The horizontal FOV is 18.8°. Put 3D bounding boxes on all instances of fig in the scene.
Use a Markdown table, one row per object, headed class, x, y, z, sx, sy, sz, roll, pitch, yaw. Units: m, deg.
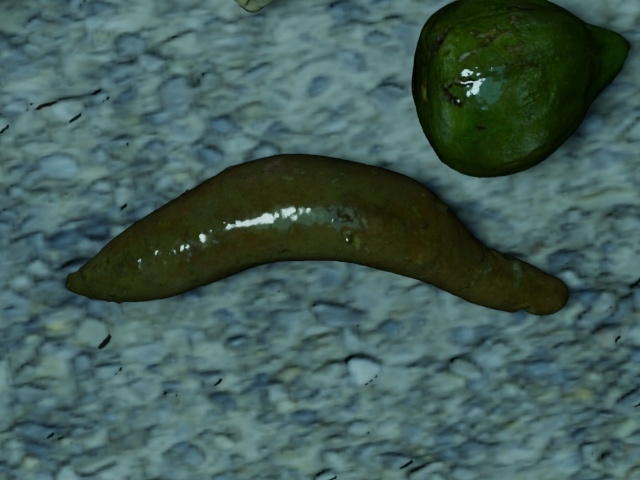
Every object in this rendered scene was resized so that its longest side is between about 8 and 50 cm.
| class | x | y | z | sx | sy | sz | roll | pitch | yaw |
| --- | --- | --- | --- | --- | --- | --- | --- | --- | --- |
| fig | 0.139 | -0.105 | 1.276 | 0.156 | 0.123 | 0.123 | -7 | 100 | -16 |

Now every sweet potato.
| class | x | y | z | sx | sy | sz | roll | pitch | yaw |
| --- | --- | --- | --- | --- | --- | --- | --- | --- | --- |
| sweet potato | 0.004 | -0.005 | 1.304 | 0.346 | 0.079 | 0.108 | 4 | 128 | -7 |

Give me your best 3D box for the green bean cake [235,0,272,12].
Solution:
| class | x | y | z | sx | sy | sz | roll | pitch | yaw |
| --- | --- | --- | --- | --- | --- | --- | --- | --- | --- |
| green bean cake | -0.068 | -0.244 | 1.249 | 0.109 | 0.085 | 0.179 | -43 | 99 | 2 |
